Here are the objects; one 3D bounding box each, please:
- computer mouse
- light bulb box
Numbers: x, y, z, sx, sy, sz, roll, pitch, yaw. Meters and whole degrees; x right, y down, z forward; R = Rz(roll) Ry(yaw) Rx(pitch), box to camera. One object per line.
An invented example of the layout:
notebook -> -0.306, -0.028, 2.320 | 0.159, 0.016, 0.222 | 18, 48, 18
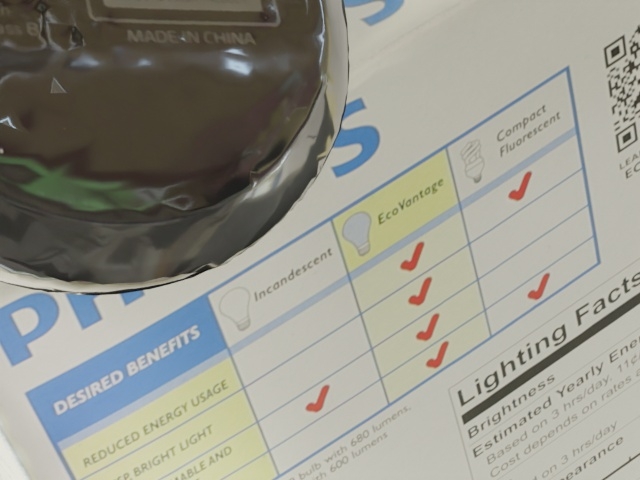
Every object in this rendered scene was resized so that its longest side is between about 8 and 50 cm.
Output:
computer mouse -> -0.065, -0.097, 0.420 | 0.188, 0.272, 0.072 | 4, -31, -21
light bulb box -> 0.000, 0.000, 0.827 | 0.358, 0.225, 0.361 | -32, -45, -14
